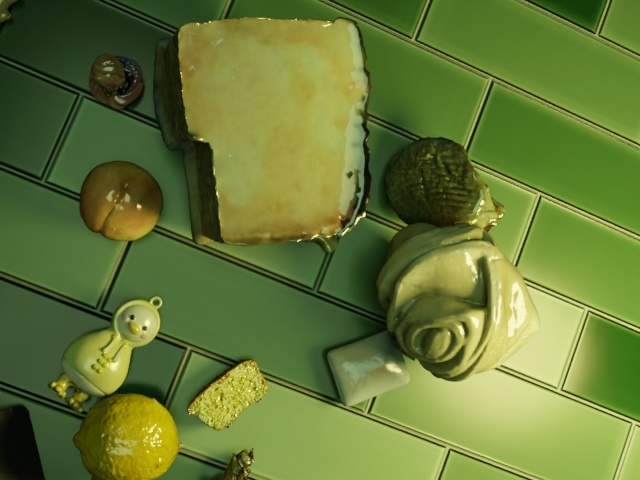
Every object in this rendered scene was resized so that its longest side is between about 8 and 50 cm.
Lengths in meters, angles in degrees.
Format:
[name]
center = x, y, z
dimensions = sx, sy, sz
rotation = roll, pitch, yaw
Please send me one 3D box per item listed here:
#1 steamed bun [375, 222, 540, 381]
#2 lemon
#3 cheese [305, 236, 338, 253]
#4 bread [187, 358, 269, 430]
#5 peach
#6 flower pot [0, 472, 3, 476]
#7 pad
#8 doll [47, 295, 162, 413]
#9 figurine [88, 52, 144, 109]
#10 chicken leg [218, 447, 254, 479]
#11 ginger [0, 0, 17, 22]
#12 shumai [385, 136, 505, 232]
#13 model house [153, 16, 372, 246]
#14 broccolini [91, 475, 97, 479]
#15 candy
[steamed bun]
center = 0.274, 0.152, 1.667
dimensions = 0.368, 0.342, 0.255
rotation = 52, 57, -9
[lemon]
center = -0.406, 0.421, 1.614
dimensions = 0.231, 0.192, 0.192
rotation = 11, 85, -23
[cheese]
center = 0.000, 0.000, 1.795
dimensions = 0.083, 0.030, 0.044
rotation = 27, 76, -14
[bread]
center = -0.206, 0.350, 1.721
dimensions = 0.187, 0.065, 0.103
rotation = -41, 96, -11
[peach]
center = -0.432, -0.088, 1.649
dimensions = 0.184, 0.184, 0.184
rotation = 1, 87, -10
[flower pot]
center = -0.764, 0.551, 1.543
dimensions = 0.140, 0.235, 0.236
rotation = -13, 89, 27
[pad]
center = -0.660, 0.494, 1.594
dimensions = 0.004, 0.181, 0.267
rotation = -14, 89, 32
[doll]
center = -0.454, 0.233, 1.653
dimensions = 0.141, 0.117, 0.296
rotation = 43, 81, -9
[figurine]
center = -0.464, -0.355, 1.679
dimensions = 0.114, 0.157, 0.126
rotation = -26, 97, 10
[chicken leg]
center = -0.215, 0.566, 1.695
dimensions = 0.103, 0.088, 0.228
rotation = 18, 87, 4
[ginger]
center = -0.715, -0.511, 1.678
dimensions = 0.089, 0.075, 0.288
rotation = 13, 81, -14
[shumai]
center = 0.297, -0.112, 1.819
dimensions = 0.222, 0.203, 0.272
rotation = -42, 67, 17
[model house]
center = -0.135, -0.222, 1.628
dimensions = 0.395, 0.400, 0.446
rotation = -10, 96, -23
[broccolini]
center = -0.490, 0.546, 1.663
dimensions = 0.054, 0.052, 0.194
rotation = 6, 85, -14
[candy]
center = 0.113, 0.297, 1.778
dimensions = 0.174, 0.071, 0.138
rotation = -19, 90, -11
